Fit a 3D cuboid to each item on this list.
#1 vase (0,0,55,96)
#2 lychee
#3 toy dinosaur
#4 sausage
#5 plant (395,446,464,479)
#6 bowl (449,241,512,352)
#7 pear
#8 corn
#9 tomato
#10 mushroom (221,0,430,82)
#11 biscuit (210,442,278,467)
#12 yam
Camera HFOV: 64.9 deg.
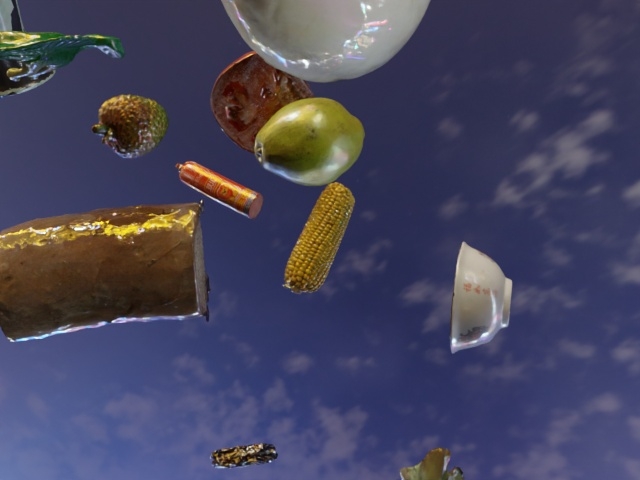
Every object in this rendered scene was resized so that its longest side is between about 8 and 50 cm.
[{"bbox_3d":[-0.432,-0.353,0.569,0.165,0.165,0.360,10,-46,17],"label":"vase"},{"bbox_3d":[-0.341,-0.207,0.907,0.114,0.146,0.114,18,-54,26],"label":"lychee"},{"bbox_3d":[-0.165,-0.113,0.291,0.061,0.119,0.029,-8,-76,13],"label":"toy dinosaur"},{"bbox_3d":[-0.287,-0.148,1.389,0.274,0.074,0.074,27,-51,16],"label":"sausage"},{"bbox_3d":[0.138,0.387,0.665,0.131,0.203,0.142,19,-50,7],"label":"plant"},{"bbox_3d":[0.489,0.181,1.520,0.157,0.345,0.345,6,-56,20],"label":"bowl"},{"bbox_3d":[-0.024,-0.232,1.201,0.269,0.212,0.212,-10,-51,-21],"label":"pear"},{"bbox_3d":[0.000,0.000,1.661,0.144,0.144,0.387,27,-94,5],"label":"corn"},{"bbox_3d":[-0.180,-0.447,1.603,0.339,0.143,0.338,-3,-54,-4],"label":"tomato"},{"bbox_3d":[0.005,-0.393,0.637,0.315,0.315,0.355,-18,-86,32],"label":"mushroom"},{"bbox_3d":[-0.107,0.301,0.704,0.087,0.027,0.089,-20,-29,24],"label":"biscuit"},{"bbox_3d":[-0.136,0.019,0.326,0.127,0.084,0.084,-7,-55,-10],"label":"yam"}]
